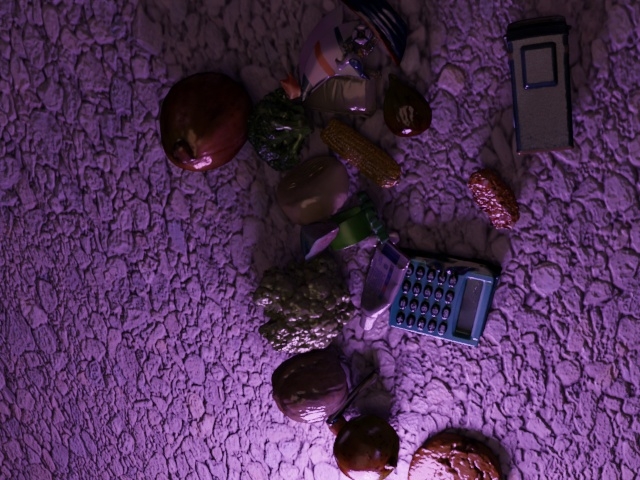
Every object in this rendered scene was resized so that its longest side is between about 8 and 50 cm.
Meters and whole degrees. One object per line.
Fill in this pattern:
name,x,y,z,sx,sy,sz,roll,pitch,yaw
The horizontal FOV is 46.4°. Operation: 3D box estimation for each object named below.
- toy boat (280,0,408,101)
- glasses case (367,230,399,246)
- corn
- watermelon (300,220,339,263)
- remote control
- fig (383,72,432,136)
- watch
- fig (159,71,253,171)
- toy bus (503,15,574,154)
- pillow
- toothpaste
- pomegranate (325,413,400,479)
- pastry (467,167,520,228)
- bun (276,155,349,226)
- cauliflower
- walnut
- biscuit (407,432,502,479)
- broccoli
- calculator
toy boat,0.041,-0.462,1.714,0.318,0.072,0.219,-16,99,16
glasses case,0.164,-0.003,1.939,0.083,0.021,0.032,-11,110,19
corn,0.101,-0.213,1.825,0.238,0.080,0.080,39,118,-2
watermelon,-0.009,0.002,1.813,0.180,0.094,0.081,134,126,-60
remote control,0.094,0.442,2.113,0.028,0.059,0.212,44,98,12
fig,0.196,-0.318,1.741,0.109,0.103,0.155,-19,100,-16
watch,0.077,-0.040,1.864,0.152,0.165,0.131,-24,104,7
fig,-0.287,-0.286,1.818,0.224,0.224,0.263,28,76,1
toy bus,0.476,-0.333,1.618,0.138,0.167,0.275,-4,113,17
pillow,0.043,-0.359,1.784,0.208,0.053,0.119,9,117,12
toothpaste,0.157,0.124,1.966,0.099,0.068,0.282,23,125,9
pomegranate,0.117,0.574,2.142,0.198,0.198,0.246,-44,66,27
pastry,0.423,-0.107,1.802,0.087,0.063,0.169,-24,112,33
bun,-0.006,-0.118,1.856,0.193,0.178,0.128,-32,123,11
cauliflower,-0.057,0.142,1.952,0.260,0.327,0.281,-50,51,14
walnut,-0.032,0.406,2.073,0.224,0.224,0.224,6,116,12
biscuit,0.391,0.699,2.182,0.295,0.075,0.296,6,116,12
broccoli,-0.094,-0.265,1.798,0.156,0.195,0.195,-24,107,19
calculator,0.313,0.146,1.950,0.274,0.058,0.248,12,116,10
